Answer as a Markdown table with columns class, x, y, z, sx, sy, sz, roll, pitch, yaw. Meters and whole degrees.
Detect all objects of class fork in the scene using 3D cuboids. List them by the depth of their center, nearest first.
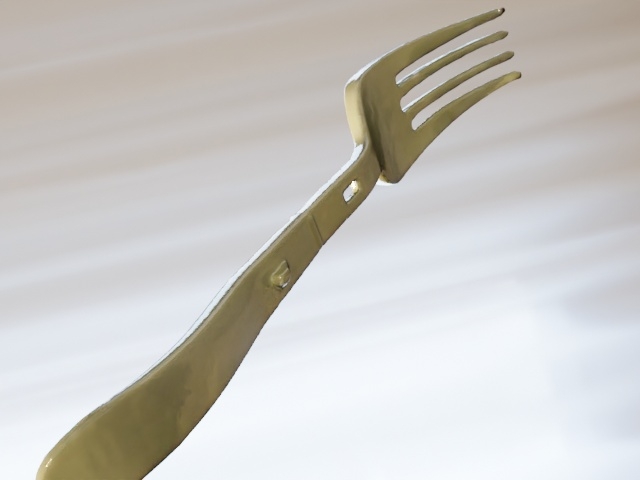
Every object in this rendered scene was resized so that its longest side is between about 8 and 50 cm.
| class | x | y | z | sx | sy | sz | roll | pitch | yaw |
| --- | --- | --- | --- | --- | --- | --- | --- | --- | --- |
| fork | -0.006 | 0.000 | 0.429 | 0.028 | 0.219 | 0.034 | 5 | 125 | 32 |
